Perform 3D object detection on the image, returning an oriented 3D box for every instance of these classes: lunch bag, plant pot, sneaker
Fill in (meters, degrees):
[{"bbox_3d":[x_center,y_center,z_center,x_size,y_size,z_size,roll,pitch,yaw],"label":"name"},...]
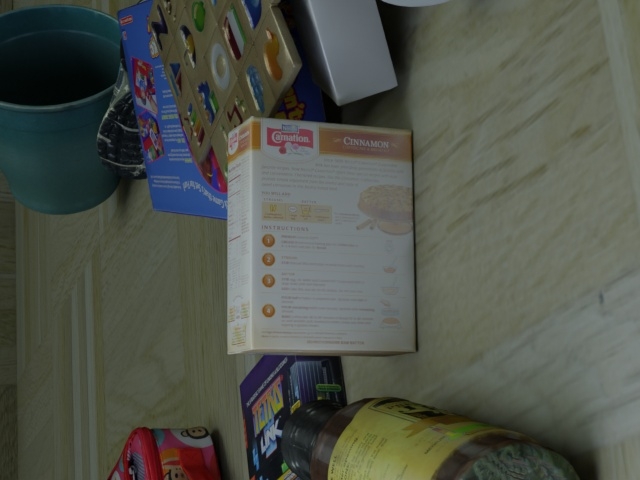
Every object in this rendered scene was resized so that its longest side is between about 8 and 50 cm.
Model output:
[{"bbox_3d":[-0.171,0.371,1.497,0.258,0.120,0.293,122,143,-45],"label":"lunch bag"},{"bbox_3d":[-0.416,-0.190,2.005,0.272,0.271,0.255,-110,17,-44],"label":"plant pot"},{"bbox_3d":[-0.233,-0.215,1.767,0.122,0.110,0.283,-87,14,-57],"label":"sneaker"}]

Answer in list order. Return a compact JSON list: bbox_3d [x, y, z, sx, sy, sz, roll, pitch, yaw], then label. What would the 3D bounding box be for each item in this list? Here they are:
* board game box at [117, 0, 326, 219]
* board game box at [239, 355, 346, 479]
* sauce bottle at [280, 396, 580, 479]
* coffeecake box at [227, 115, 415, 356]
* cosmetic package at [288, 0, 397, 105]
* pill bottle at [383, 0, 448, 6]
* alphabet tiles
[{"bbox_3d":[-0.106,-0.143,1.317,0.347,0.078,0.233,9,110,65],"label":"board game box"},{"bbox_3d":[-0.027,0.174,1.226,0.170,0.048,0.141,127,139,-55],"label":"board game box"},{"bbox_3d":[0.058,0.169,0.917,0.344,0.111,0.111,-176,88,-67],"label":"sauce bottle"},{"bbox_3d":[0.000,0.000,1.044,0.068,0.142,0.185,160,111,-67],"label":"coffeecake box"},{"bbox_3d":[-0.002,-0.240,1.057,0.099,0.060,0.239,-129,20,-65],"label":"cosmetic package"},{"bbox_3d":[0.066,-0.285,0.941,0.117,0.117,0.208,135,134,-60],"label":"pill bottle"},{"bbox_3d":[-0.098,-0.219,1.147,0.285,0.011,0.342,69,156,18],"label":"alphabet tiles"}]
